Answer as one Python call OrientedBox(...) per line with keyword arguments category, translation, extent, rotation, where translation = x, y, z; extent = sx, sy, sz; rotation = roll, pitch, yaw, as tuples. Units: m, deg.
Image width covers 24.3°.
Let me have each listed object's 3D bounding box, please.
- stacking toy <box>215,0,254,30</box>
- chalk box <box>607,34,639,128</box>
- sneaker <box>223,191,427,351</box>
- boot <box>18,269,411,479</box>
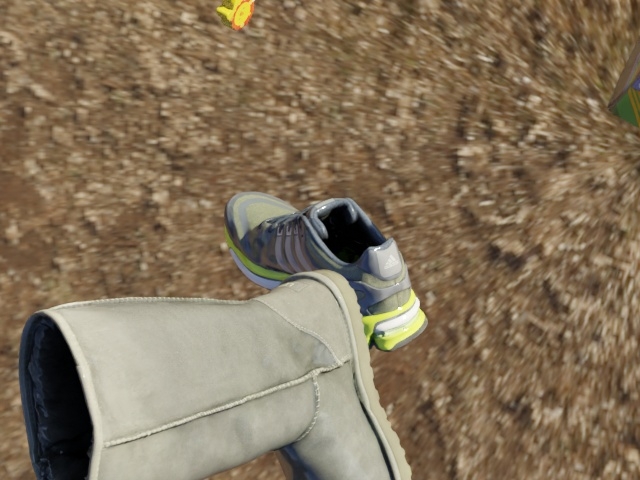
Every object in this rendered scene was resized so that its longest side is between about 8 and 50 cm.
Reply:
OrientedBox(category="stacking toy", translation=(-0.113, -0.358, 1.581), extent=(0.167, 0.052, 0.221), rotation=(32, 111, 23))
OrientedBox(category="chalk box", translation=(0.419, -0.196, 1.405), extent=(0.179, 0.289, 0.180), rotation=(27, 78, 1))
OrientedBox(category="sneaker", translation=(0.000, 0.000, 1.572), extent=(0.300, 0.111, 0.121), rotation=(29, 136, 43))
OrientedBox(category="boot", translation=(-0.047, 0.108, 0.756), extent=(0.076, 0.208, 0.189), rotation=(-20, 87, 33))
